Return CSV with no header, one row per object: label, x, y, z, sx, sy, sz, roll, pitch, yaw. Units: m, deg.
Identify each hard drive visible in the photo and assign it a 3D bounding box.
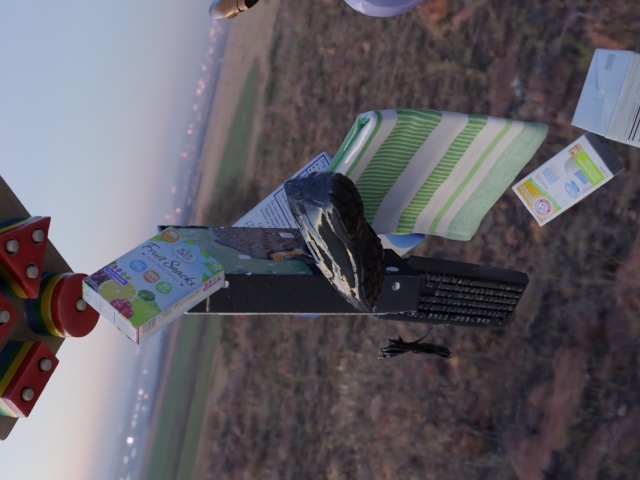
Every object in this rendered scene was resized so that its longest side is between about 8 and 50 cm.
hard drive,-0.054,0.040,1.335,0.237,0.339,0.064,-134,48,-67

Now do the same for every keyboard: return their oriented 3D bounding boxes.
keyboard,0.208,0.125,1.566,0.033,0.317,0.201,49,120,43

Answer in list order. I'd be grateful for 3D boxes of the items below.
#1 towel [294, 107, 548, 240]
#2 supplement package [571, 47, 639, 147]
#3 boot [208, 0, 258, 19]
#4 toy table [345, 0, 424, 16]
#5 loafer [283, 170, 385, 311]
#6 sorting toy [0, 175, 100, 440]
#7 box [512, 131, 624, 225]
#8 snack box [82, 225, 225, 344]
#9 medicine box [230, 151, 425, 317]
towel,0.149,-0.089,1.375,0.248,0.325,0.038,-58,42,38
supplement package,0.577,-0.233,1.624,0.194,0.203,0.149,-101,26,-76
boot,-0.179,-0.613,2.241,0.152,0.073,0.197,2,69,52
toy table,0.134,-0.448,1.273,0.161,0.252,0.274,137,153,-64
loafer,0.019,0.002,1.085,0.076,0.078,0.223,-64,-32,-31
sorting toy,-0.399,0.085,1.213,0.257,0.089,0.255,64,-144,-41
box,0.544,-0.137,2.070,0.203,0.114,0.103,-38,-7,33
snack box,-0.199,0.051,1.129,0.141,0.100,0.037,-35,-30,-36
medicine box,0.000,0.000,1.730,0.289,0.263,0.149,-37,66,21
